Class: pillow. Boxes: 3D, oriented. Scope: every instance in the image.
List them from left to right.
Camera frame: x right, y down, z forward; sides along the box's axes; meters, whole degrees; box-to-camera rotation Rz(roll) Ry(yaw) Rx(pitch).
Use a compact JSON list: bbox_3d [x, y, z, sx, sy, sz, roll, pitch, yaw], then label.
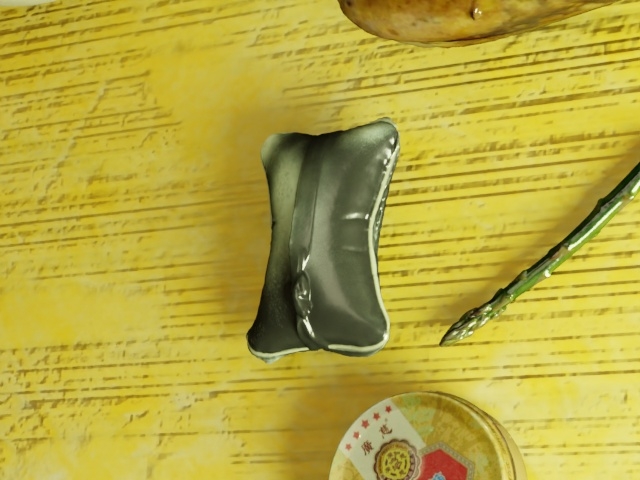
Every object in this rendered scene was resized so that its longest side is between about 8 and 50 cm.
[{"bbox_3d":[0.002,0.001,0.919,0.091,0.055,0.135,-20,62,57],"label":"pillow"}]

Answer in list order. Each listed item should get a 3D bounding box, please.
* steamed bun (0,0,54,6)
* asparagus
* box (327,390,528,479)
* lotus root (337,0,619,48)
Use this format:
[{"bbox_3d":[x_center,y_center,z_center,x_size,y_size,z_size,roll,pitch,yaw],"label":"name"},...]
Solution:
[{"bbox_3d":[-0.238,-0.264,0.957,0.324,0.324,0.206,17,76,31],"label":"steamed bun"},{"bbox_3d":[0.126,0.005,0.872,0.163,0.016,0.016,-43,88,13],"label":"asparagus"},{"bbox_3d":[0.056,0.132,0.865,0.106,0.037,0.105,-8,73,27],"label":"box"},{"bbox_3d":[0.132,-0.209,0.841,0.291,0.193,0.193,-16,70,27],"label":"lotus root"}]
